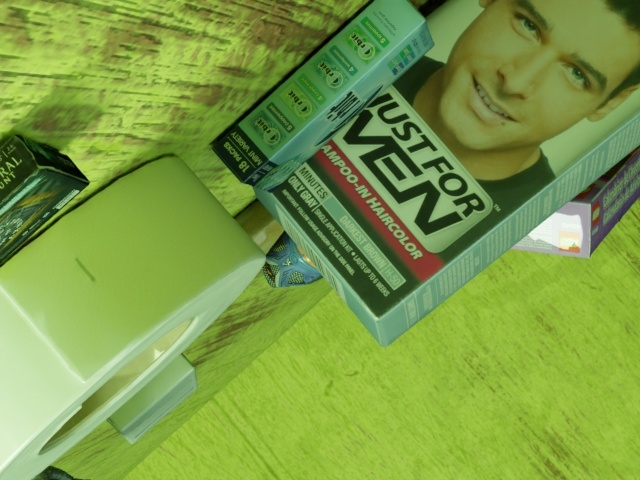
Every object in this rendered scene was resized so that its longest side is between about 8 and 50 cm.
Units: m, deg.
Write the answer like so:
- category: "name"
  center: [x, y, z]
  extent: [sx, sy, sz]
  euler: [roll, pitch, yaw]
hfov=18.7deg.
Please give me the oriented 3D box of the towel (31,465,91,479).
- category: "towel"
  center: [-0.302, 0.264, 1.604]
  extent: [0.235, 0.121, 0.283]
  euler: [-17, 174, 0]

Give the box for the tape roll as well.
- category: "tape roll"
  center: [-0.174, 0.068, 1.386]
  extent: [0.286, 0.100, 0.286]
  euler: [-41, 175, -4]

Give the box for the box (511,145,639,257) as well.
- category: "box"
  center: [0.145, -0.059, 1.833]
  extent: [0.201, 0.293, 0.057]
  euler: [-41, 133, -58]

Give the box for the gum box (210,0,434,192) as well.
- category: "gum box"
  center: [0.006, -0.115, 1.518]
  extent: [0.184, 0.041, 0.157]
  euler: [-43, 175, 4]

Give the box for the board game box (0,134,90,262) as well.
- category: "board game box"
  center: [-0.214, 0.016, 1.057]
  extent: [0.186, 0.026, 0.126]
  euler: [-41, 175, 1]

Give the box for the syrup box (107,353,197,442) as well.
- category: "syrup box"
  center: [-0.185, 0.131, 1.890]
  extent: [0.096, 0.093, 0.237]
  euler: [-41, 175, -9]

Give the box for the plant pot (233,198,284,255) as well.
- category: "plant pot"
  center: [-0.083, 0.008, 1.968]
  extent: [0.236, 0.032, 0.236]
  euler: [-40, 175, -4]

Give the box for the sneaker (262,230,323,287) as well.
- category: "sneaker"
  center: [0.000, 0.000, 2.001]
  extent: [0.087, 0.083, 0.221]
  euler: [-29, 175, 22]

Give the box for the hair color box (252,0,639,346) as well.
- category: "hair color box"
  center: [0.139, -0.101, 1.660]
  extent: [0.374, 0.185, 0.113]
  euler: [-38, 164, -7]
